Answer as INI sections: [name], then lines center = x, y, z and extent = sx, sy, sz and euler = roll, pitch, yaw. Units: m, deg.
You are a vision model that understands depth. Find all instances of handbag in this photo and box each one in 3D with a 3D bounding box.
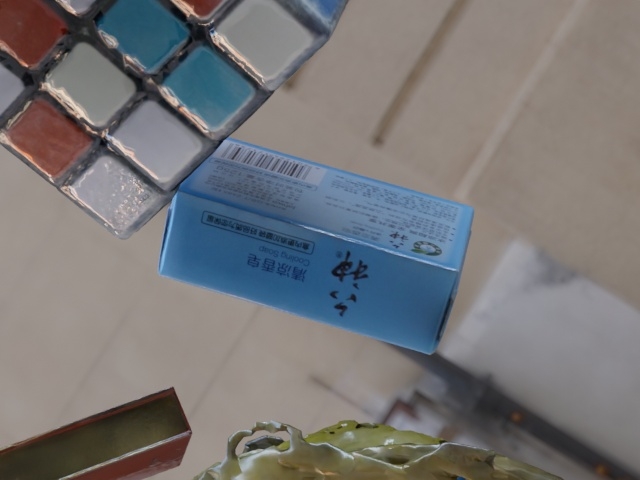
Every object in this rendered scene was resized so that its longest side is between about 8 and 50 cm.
[handbag]
center = -0.209, 0.191, 1.485
extent = 0.190, 0.062, 0.127
euler = -18, -15, -16

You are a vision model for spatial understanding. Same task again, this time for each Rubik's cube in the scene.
[Rubik's cube]
center = -0.132, -0.207, 1.261
extent = 0.253, 0.256, 0.259
euler = -41, 16, 31

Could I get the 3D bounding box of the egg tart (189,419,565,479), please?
[egg tart]
center = 0.031, 0.165, 0.822
extent = 0.107, 0.291, 0.290
euler = -77, 13, -49

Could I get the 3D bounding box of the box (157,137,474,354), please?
[box]
center = 0.000, 0.000, 1.409
extent = 0.142, 0.232, 0.083
euler = -65, -9, -67
